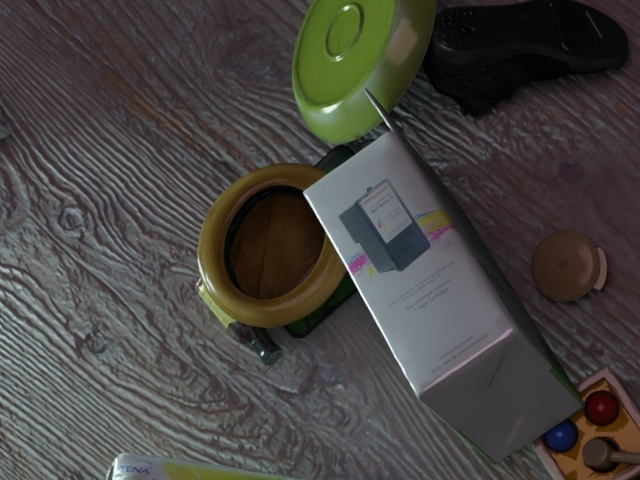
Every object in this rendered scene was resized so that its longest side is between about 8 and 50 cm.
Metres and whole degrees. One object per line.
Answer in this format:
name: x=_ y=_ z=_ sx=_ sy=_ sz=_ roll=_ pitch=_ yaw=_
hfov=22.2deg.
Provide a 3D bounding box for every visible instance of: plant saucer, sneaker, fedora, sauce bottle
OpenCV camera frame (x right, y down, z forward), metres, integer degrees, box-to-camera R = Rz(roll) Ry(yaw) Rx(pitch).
plant saucer: x=0.037 y=-0.226 z=1.810 sx=0.241 sy=0.037 sz=0.241 roll=-32 pitch=49 yaw=45
sneaker: x=0.219 y=-0.200 z=1.800 sx=0.228 sy=0.130 sz=0.087 roll=-5 pitch=66 yaw=-12
fedora: x=-0.041 y=0.012 z=1.812 sx=0.194 sy=0.079 sz=0.194 roll=-6 pitch=67 yaw=15
sauce bottle: x=-0.090 y=0.086 z=1.835 sx=0.042 sy=0.042 sz=0.128 roll=-44 pitch=69 yaw=2

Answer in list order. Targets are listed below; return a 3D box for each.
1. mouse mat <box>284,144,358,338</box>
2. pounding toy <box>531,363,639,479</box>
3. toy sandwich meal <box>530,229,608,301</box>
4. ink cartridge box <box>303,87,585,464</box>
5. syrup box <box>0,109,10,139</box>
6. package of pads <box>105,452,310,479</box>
mouse mat: x=0.000 y=0.000 z=1.849 sx=0.190 sy=0.007 sz=0.152 roll=-41 pitch=67 yaw=3
pounding toy: x=0.293 y=0.209 z=1.644 sx=0.130 sy=0.100 sz=0.141 roll=-35 pitch=67 yaw=7
toy sandwich meal: x=0.267 y=0.027 z=1.744 sx=0.086 sy=0.029 sz=0.085 roll=-4 pitch=81 yaw=26
ink cartridge box: x=0.109 y=0.032 z=1.663 sx=0.119 sy=0.207 sz=0.353 roll=-35 pitch=52 yaw=9
syrup box: x=-0.481 y=-0.215 z=2.016 sx=0.093 sy=0.096 sz=0.237 roll=-29 pitch=67 yaw=8
package of pads: x=-0.053 y=0.294 z=1.663 sx=0.297 sy=0.229 sz=0.101 roll=6 pitch=77 yaw=20
